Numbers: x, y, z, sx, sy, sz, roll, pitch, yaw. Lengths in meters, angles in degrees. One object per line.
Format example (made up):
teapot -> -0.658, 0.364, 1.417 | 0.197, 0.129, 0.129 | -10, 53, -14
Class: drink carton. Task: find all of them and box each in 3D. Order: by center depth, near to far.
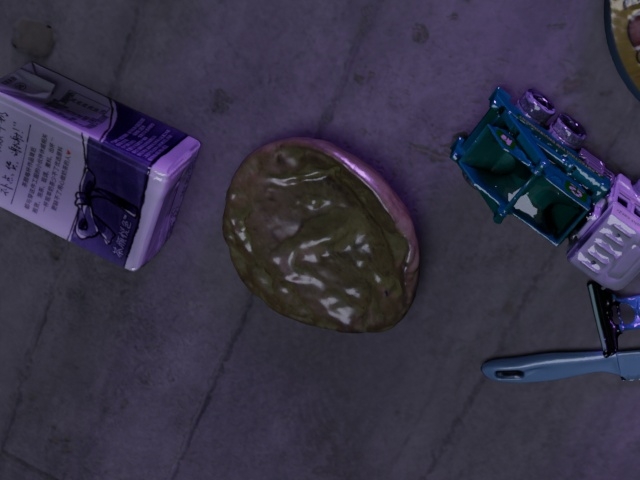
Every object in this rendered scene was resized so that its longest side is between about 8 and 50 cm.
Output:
drink carton -> -0.261, -0.082, 1.293 | 0.222, 0.102, 0.134 | 25, 122, 5

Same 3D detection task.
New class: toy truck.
toy truck -> 0.227, -0.042, 1.141 | 0.216, 0.116, 0.110 | 36, 120, -1

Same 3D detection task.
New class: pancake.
pancake -> 0.000, 0.000, 1.278 | 0.241, 0.050, 0.242 | 13, 122, 22

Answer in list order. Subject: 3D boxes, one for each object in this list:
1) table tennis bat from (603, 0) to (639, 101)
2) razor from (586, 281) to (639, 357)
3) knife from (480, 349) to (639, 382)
table tennis bat -> 0.345, -0.234, 1.057 | 0.215, 0.044, 0.329 | -24, 107, 27
razor -> 0.394, 0.045, 1.174 | 0.253, 0.042, 0.082 | -20, 66, 24
knife -> 0.324, 0.131, 1.252 | 0.312, 0.019, 0.045 | -7, 120, 20
